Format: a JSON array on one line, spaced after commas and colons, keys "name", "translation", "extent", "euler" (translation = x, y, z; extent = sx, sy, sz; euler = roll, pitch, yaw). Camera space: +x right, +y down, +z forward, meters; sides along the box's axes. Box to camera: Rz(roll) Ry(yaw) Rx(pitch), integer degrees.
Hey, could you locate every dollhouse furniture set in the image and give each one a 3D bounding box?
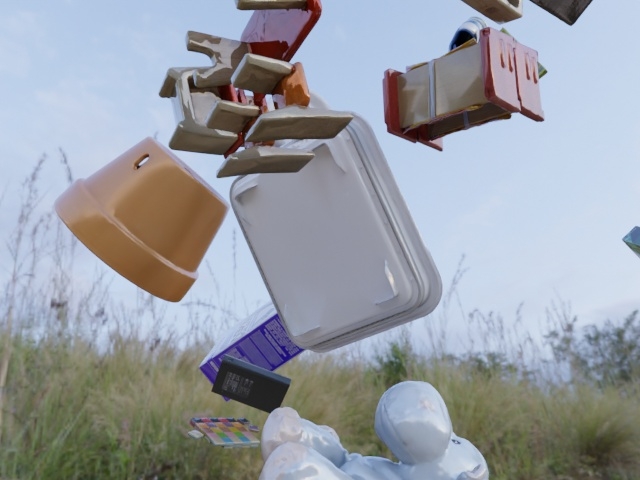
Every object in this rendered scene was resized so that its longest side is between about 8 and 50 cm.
[{"name": "dollhouse furniture set", "translation": [-0.068, -0.188, 0.632], "extent": [0.135, 0.262, 0.259], "euler": [-6, -16, -31]}, {"name": "dollhouse furniture set", "translation": [0.218, -0.354, 0.965], "extent": [0.152, 0.374, 0.201], "euler": [5, -9, -43]}]

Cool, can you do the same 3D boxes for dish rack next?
[{"name": "dish rack", "translation": [0.000, 0.000, 0.927], "extent": [0.285, 0.333, 0.072], "euler": [-26, -5, 33]}]

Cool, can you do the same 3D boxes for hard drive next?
[{"name": "hard drive", "translation": [-0.132, 0.276, 1.154], "extent": [0.135, 0.022, 0.094], "euler": [21, -57, -2]}]

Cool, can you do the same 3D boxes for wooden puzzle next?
[{"name": "wooden puzzle", "translation": [-0.090, 0.180, 0.570], "extent": [0.083, 0.006, 0.049], "euler": [15, 4, -42]}]

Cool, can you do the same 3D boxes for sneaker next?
[{"name": "sneaker", "translation": [0.241, -0.315, 1.059], "extent": [0.053, 0.059, 0.144], "euler": [26, -53, 19]}]

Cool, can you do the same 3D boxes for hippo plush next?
[{"name": "hippo plush", "translation": [0.081, 0.301, 0.730], "extent": [0.236, 0.294, 0.234], "euler": [-29, -18, 7]}]

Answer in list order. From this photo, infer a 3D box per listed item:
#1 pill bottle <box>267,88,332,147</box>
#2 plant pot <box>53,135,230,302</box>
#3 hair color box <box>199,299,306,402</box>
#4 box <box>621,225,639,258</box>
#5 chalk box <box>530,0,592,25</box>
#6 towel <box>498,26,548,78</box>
[{"name": "pill bottle", "translation": [-0.069, -0.181, 1.137], "extent": [0.131, 0.131, 0.229], "euler": [3, -14, -20]}, {"name": "plant pot", "translation": [-0.306, -0.053, 1.131], "extent": [0.203, 0.291, 0.291], "euler": [-48, -37, 0]}, {"name": "hair color box", "translation": [-0.081, 0.184, 1.302], "extent": [0.339, 0.110, 0.185], "euler": [-34, 7, 12]}, {"name": "box", "translation": [0.819, 0.081, 1.329], "extent": [0.058, 0.232, 0.322], "euler": [-46, 1, 8]}, {"name": "chalk box", "translation": [0.305, -0.390, 0.698], "extent": [0.132, 0.132, 0.213], "euler": [27, -47, -8]}, {"name": "towel", "translation": [0.566, -0.537, 1.802], "extent": [0.102, 0.237, 0.021], "euler": [-38, -38, 16]}]
